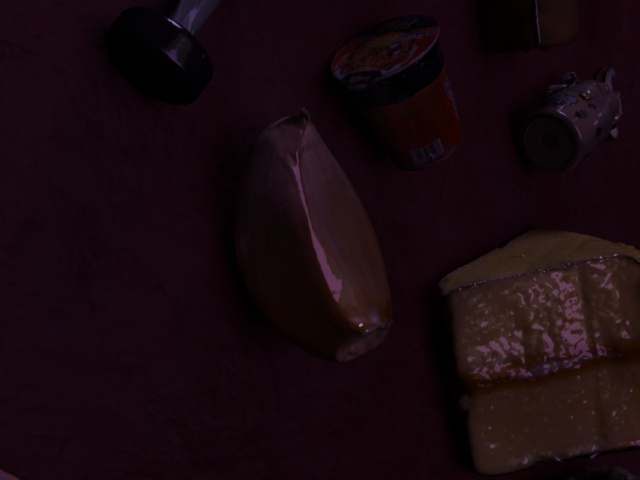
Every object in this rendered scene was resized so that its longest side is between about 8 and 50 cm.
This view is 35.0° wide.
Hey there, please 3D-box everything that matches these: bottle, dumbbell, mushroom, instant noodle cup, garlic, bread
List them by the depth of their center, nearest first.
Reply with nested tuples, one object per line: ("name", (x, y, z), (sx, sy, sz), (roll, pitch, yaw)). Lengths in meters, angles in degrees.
("dumbbell", (-0.108, -0.224, 0.936), (0.100, 0.100, 0.191), (46, 65, -31))
("garlic", (-0.007, -0.006, 0.989), (0.145, 0.164, 0.245), (-22, 101, -18))
("instant noodle cup", (0.092, -0.154, 1.095), (0.127, 0.127, 0.136), (-48, 127, -27))
("bread", (0.273, 0.145, 1.211), (0.236, 0.198, 0.264), (-21, 107, -30))
("bottle", (0.324, -0.156, 1.296), (0.152, 0.099, 0.099), (-39, 115, -38))
("mushroom", (0.395, -0.187, 1.392), (0.049, 0.019, 0.101), (-17, 105, -36))

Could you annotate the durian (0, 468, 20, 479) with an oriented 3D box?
("durian", (-0.279, 0.263, 0.809), (0.260, 0.153, 0.186), (57, 37, -19))

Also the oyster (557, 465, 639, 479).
("oyster", (0.376, 0.396, 1.375), (0.166, 0.094, 0.294), (-40, 127, -10))

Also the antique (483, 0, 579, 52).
("antique", (0.234, -0.378, 1.206), (0.087, 0.093, 0.310), (-16, 102, -37))
